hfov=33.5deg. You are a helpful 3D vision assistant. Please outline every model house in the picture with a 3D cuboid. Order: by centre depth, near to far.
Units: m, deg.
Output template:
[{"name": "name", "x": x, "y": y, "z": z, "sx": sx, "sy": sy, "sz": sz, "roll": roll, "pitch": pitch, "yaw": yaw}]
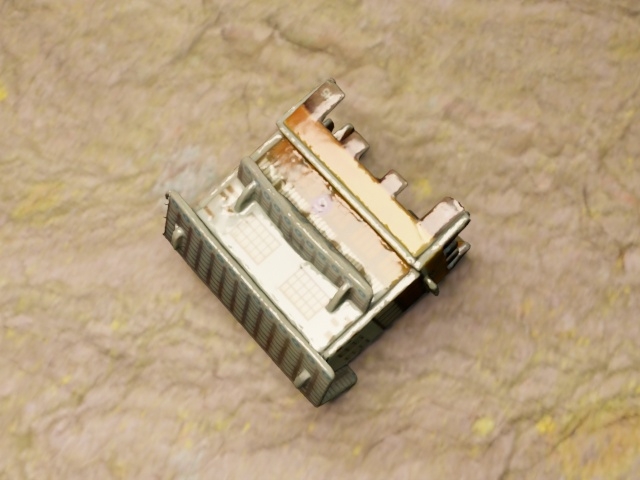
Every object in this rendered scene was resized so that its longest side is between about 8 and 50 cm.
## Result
[{"name": "model house", "x": 0.000, "y": 0.000, "z": 0.989, "sx": 0.215, "sy": 0.198, "sz": 0.224, "roll": -43, "pitch": 78, "yaw": -2}]
